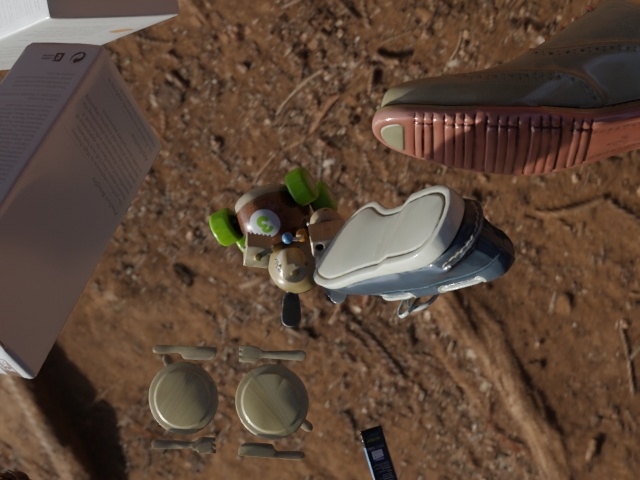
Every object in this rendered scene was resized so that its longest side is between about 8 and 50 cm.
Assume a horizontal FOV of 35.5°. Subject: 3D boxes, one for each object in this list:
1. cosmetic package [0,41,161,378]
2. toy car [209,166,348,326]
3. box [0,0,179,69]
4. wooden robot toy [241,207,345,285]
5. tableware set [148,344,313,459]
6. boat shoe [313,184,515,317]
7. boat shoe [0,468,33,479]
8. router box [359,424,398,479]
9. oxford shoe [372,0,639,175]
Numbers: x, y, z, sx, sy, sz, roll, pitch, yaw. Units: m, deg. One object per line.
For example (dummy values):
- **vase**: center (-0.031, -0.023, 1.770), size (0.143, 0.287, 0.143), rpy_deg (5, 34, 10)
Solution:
- **cosmetic package**: center (-0.217, -0.027, 0.745), size (0.085, 0.231, 0.117), rpy_deg (7, 144, 26)
- **toy car**: center (-0.041, 0.021, 1.406), size (0.155, 0.149, 0.188), rpy_deg (-27, 70, 15)
- **box**: center (-0.398, -0.355, 1.406), size (0.345, 0.215, 0.168), rpy_deg (-7, 96, 44)
- **wooden robot toy**: center (0.000, 0.000, 1.112), size (0.173, 0.079, 0.076), rpy_deg (-8, 125, -1)
- **tableware set**: center (-0.106, 0.185, 1.177), size (0.194, 0.039, 0.128), rpy_deg (1, 91, 12)
- **boat shoe**: center (0.072, 0.011, 0.846), size (0.079, 0.095, 0.254), rpy_deg (31, 159, -16)
- **boat shoe**: center (-0.332, 0.270, 1.035), size (0.073, 0.073, 0.207), rpy_deg (35, 163, -2)
- **router box**: center (0.114, 0.424, 1.915), size (0.046, 0.179, 0.133), rpy_deg (-17, 79, -1)
- **oxford shoe**: center (0.247, -0.153, 0.980), size (0.396, 0.147, 0.140), rpy_deg (-2, 165, 2)
